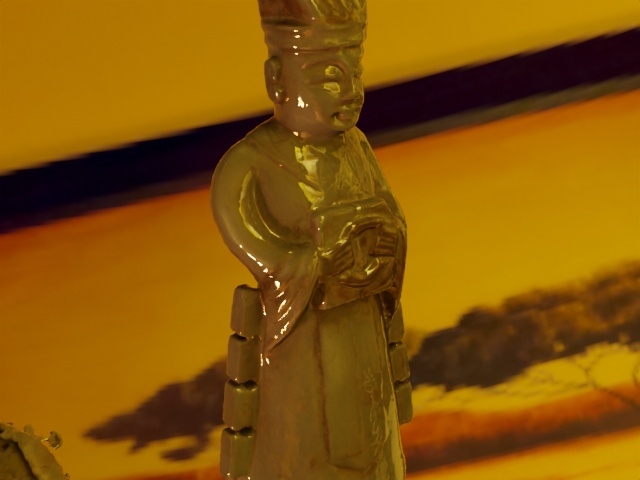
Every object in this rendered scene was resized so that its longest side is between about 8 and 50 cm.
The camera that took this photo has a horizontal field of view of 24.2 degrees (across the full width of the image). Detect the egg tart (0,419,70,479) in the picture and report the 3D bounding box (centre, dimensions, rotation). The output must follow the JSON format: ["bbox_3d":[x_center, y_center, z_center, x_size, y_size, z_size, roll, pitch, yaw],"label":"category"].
[{"bbox_3d":[-0.219,0.251,0.861,0.120,0.315,0.315,4,-32,-33],"label":"egg tart"}]

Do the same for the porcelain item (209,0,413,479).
[{"bbox_3d":[0.000,0.000,0.554,0.084,0.054,0.213,-17,-64,-36],"label":"porcelain item"}]
